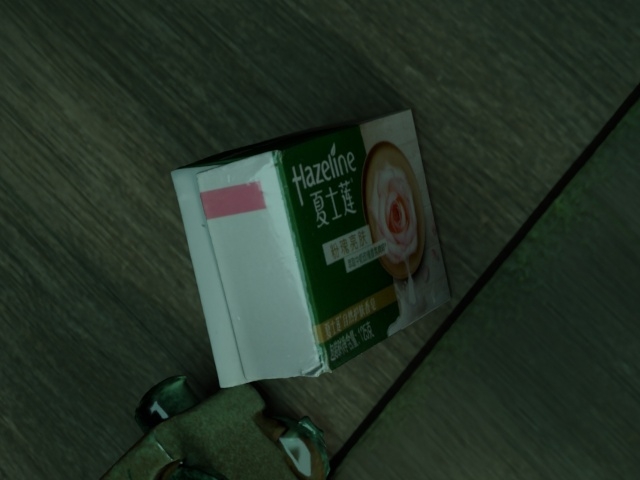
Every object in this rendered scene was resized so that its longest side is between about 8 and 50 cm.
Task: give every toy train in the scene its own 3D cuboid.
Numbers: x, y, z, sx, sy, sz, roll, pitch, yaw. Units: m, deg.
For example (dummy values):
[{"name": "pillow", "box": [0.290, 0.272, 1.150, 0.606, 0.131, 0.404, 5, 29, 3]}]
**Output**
[{"name": "toy train", "box": [-0.028, 0.242, 1.119, 0.326, 0.129, 0.159, 50, 123, 10]}]

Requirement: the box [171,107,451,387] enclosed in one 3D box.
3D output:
[{"name": "box", "box": [0.000, 0.000, 1.012, 0.081, 0.199, 0.135, -9, 98, 26]}]
